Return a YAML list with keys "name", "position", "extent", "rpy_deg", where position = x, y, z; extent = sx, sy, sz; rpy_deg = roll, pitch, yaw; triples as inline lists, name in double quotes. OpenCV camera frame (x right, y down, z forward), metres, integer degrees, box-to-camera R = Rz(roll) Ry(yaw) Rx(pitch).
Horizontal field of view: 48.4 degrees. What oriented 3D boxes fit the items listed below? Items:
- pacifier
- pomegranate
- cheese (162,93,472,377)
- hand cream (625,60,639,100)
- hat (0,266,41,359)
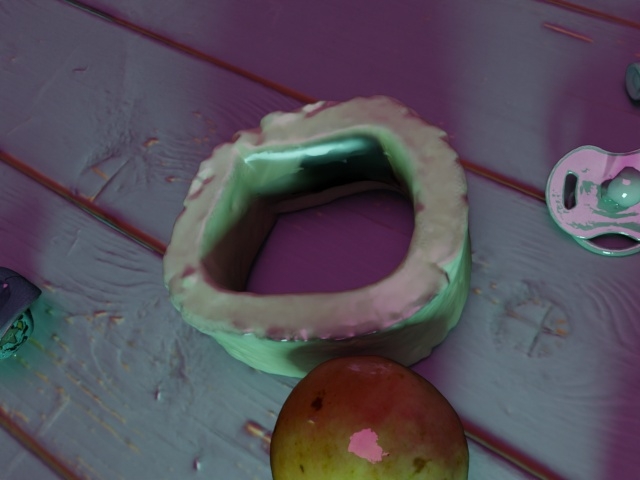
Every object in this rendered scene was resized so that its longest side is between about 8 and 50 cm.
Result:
- name: "pacifier"
  position: [0.320, -0.046, 0.763]
  extent: [0.150, 0.116, 0.127]
  rpy_deg: [10, 93, 15]
- name: "pomegranate"
  position: [0.048, 0.199, 0.670]
  extent: [0.191, 0.191, 0.191]
  rpy_deg: [-6, 63, 12]
- name: "cheese"
  position: [0.000, -0.001, 0.801]
  extent: [0.332, 0.153, 0.292]
  rpy_deg: [-8, 63, 9]
- name: "hand cream"
  position: [0.457, -0.206, 0.847]
  extent: [0.174, 0.047, 0.076]
  rpy_deg: [-10, 61, 0]
- name: "hat"
  position: [-0.415, 0.105, 0.903]
  extent: [0.190, 0.078, 0.138]
  rpy_deg: [16, 60, 41]
